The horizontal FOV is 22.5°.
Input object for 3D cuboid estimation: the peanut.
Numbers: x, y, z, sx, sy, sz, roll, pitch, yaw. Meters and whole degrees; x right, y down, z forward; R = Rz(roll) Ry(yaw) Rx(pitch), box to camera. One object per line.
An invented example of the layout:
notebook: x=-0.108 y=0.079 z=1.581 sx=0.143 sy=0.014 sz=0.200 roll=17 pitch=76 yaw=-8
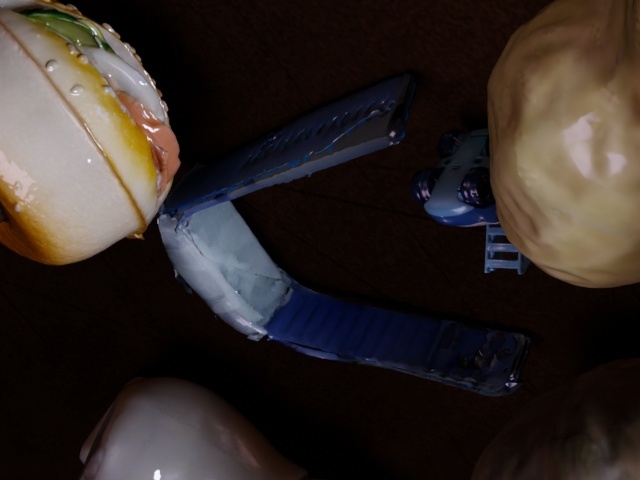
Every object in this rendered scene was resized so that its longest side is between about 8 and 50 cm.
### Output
peanut: x=0.165 y=-0.073 z=0.801 sx=0.147 sy=0.147 sz=0.319 roll=34 pitch=154 yaw=2

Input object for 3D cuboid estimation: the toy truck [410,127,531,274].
toy truck: x=0.105 y=-0.023 z=1.002 sx=0.056 sy=0.073 sz=0.090 roll=1 pitch=136 yaw=46

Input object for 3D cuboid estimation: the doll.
doll: x=-0.084 y=0.272 z=1.506 sx=0.370 sy=0.226 sz=0.215 roll=34 pitch=117 yaw=10

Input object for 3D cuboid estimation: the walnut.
walnut: x=0.220 y=0.186 z=1.047 sx=0.248 sy=0.248 sz=0.248 roll=26 pitch=150 yaw=16

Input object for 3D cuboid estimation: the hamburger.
hamburger: x=-0.203 y=-0.081 z=1.165 sx=0.237 sy=0.147 sz=0.237 roll=39 pitch=157 yaw=20

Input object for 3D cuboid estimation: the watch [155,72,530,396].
watch: x=-0.009 y=-0.009 z=1.150 sx=0.275 sy=0.068 sz=0.276 roll=12 pitch=143 yaw=37
